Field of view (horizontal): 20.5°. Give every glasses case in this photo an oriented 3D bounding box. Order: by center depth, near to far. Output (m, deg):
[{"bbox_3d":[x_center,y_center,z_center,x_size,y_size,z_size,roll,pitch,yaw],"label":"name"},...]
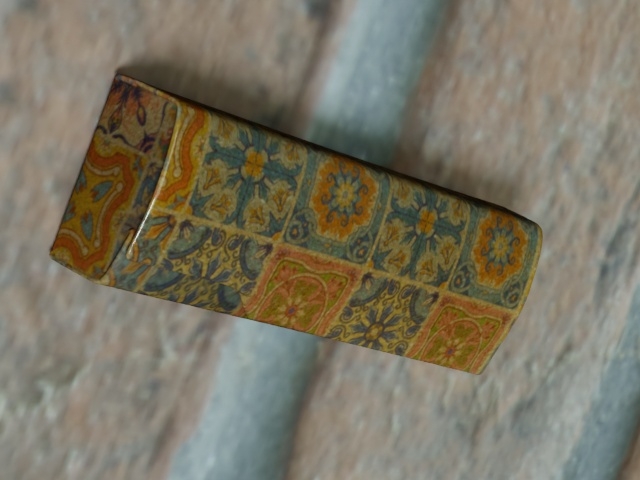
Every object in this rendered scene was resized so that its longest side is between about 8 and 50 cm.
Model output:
[{"bbox_3d":[0.000,0.000,0.711,0.218,0.049,0.075,17,95,-45],"label":"glasses case"}]
